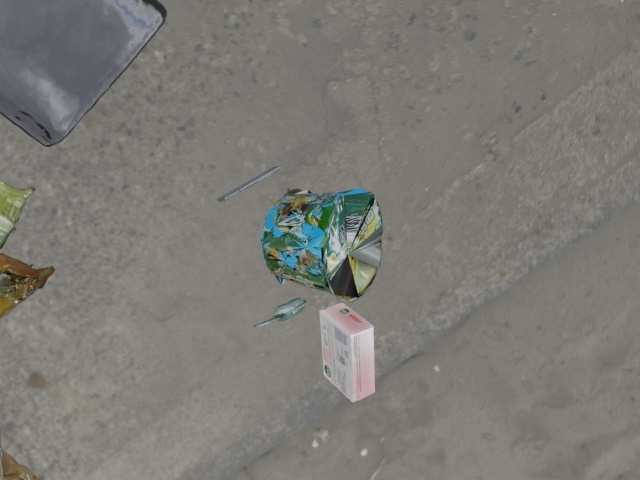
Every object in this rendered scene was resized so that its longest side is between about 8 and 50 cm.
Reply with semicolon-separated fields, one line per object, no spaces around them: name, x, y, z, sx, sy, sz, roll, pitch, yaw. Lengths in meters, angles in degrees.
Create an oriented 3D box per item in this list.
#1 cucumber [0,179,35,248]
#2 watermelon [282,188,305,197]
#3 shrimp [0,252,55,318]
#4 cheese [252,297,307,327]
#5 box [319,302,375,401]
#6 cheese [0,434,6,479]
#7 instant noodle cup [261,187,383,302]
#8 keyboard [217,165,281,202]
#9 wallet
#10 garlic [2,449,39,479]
cucumber;-0.617;-0.094;1.063;0.105;0.145;0.325;-22;137;40
watermelon;-0.050;-0.074;1.647;0.078;0.078;0.111;-15;120;27
shrimp;-0.574;0.083;1.252;0.061;0.267;0.145;21;110;20
cheese;-0.062;0.124;1.207;0.067;0.120;0.026;-23;92;31
box;0.041;0.170;1.071;0.089;0.043;0.125;35;135;51
cheese;-0.368;0.381;0.761;0.034;0.085;0.400;-31;67;50
instant noodle cup;0.000;0.000;1.441;0.178;0.240;0.240;9;111;33
keyboard;-0.180;-0.144;1.784;0.014;0.176;0.055;61;157;-11
wallet;-0.387;-0.301;0.753;0.228;0.062;0.406;-50;126;0
garlic;-0.562;0.454;1.157;0.143;0.178;0.229;-48;65;21
